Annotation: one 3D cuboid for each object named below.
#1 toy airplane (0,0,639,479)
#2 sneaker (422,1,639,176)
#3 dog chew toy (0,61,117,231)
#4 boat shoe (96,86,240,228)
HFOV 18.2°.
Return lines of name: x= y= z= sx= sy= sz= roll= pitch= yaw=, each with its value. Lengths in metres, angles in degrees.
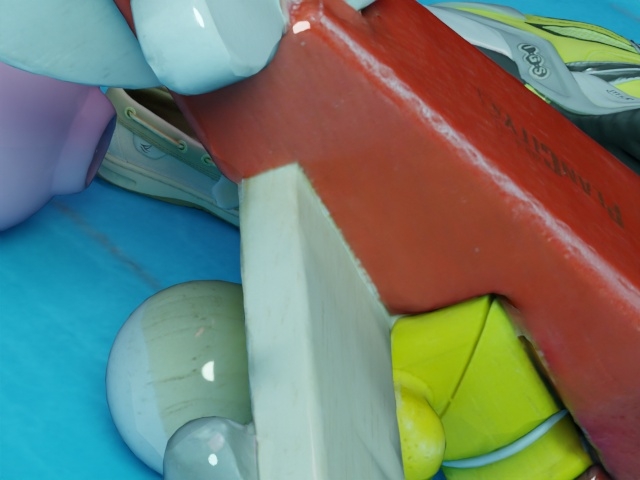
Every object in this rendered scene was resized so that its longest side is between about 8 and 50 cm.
toy airplane: x=0.000 y=0.000 z=0.770 sx=0.384 sy=0.272 sz=0.386 roll=57 pitch=30 yaw=9
sneaker: x=0.178 y=-0.031 z=1.004 sx=0.147 sy=0.145 sz=0.385 roll=-19 pitch=44 yaw=-40
dog chew toy: x=-0.255 y=-0.104 z=0.930 sx=0.332 sy=0.206 sz=0.206 roll=23 pitch=32 yaw=2
boat shoe: x=-0.036 y=-0.044 z=1.029 sx=0.170 sy=0.059 sz=0.063 roll=14 pitch=31 yaw=3
